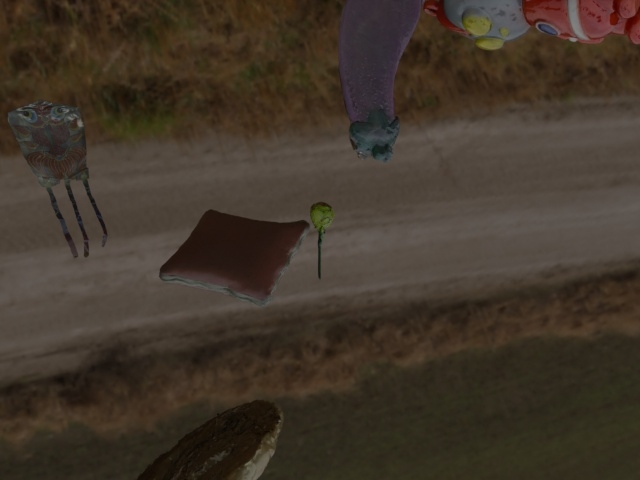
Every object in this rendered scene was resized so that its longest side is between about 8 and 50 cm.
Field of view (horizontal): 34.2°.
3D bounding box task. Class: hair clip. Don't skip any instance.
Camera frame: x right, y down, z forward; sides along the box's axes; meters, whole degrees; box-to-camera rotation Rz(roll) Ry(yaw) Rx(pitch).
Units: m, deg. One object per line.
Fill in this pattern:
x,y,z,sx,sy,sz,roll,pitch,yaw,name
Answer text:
0.089,-0.296,1.671,0.110,0.358,0.095,3,169,23,hair clip

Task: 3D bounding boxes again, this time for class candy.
0.000,0.000,1.494,0.035,0.123,0.035,1,153,6,candy

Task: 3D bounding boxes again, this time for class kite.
-0.353,-0.089,1.458,0.016,0.229,0.127,-18,-177,42,kite

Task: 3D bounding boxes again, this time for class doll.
0.301,-0.335,1.513,0.336,0.105,0.200,10,168,30,doll

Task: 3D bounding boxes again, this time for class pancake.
-0.174,0.326,1.317,0.356,0.065,0.356,-44,-172,8,pancake

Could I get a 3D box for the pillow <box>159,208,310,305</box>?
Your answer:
-0.124,0.024,1.516,0.179,0.171,0.075,10,133,21,pillow
